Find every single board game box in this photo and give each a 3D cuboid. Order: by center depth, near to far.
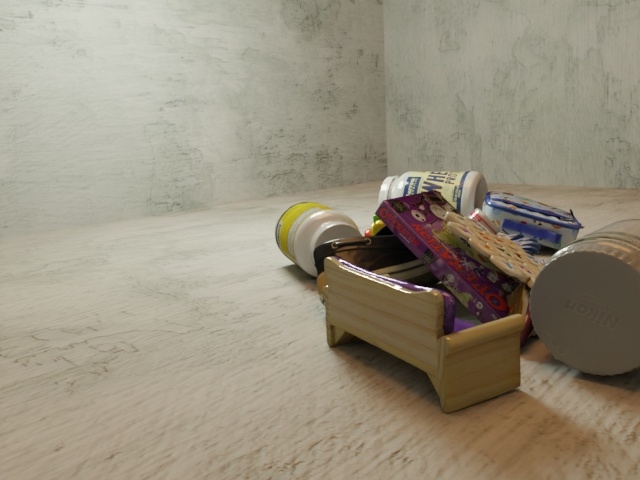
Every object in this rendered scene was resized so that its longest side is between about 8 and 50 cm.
[{"bbox_3d":[0.296,0.029,1.309,0.208,0.056,0.347,-18,57,-43],"label":"board game box"}]

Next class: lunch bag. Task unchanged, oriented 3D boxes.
[{"bbox_3d":[0.646,-0.060,1.897,0.304,0.114,0.243,16,15,12],"label":"lunch bag"}]

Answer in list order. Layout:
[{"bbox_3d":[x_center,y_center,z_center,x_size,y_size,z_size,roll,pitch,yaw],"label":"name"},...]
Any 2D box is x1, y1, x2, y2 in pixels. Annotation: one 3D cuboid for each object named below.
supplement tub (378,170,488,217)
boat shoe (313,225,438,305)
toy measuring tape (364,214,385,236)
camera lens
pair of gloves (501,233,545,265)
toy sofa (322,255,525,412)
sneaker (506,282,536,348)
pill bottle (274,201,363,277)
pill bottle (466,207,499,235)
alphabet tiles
[{"bbox_3d":[0.384,-0.118,2.093,0.325,0.235,0.235,3,12,28],"label":"supplement tub"},{"bbox_3d":[0.198,0.032,1.437,0.501,0.155,0.187,-12,-23,-31],"label":"boat shoe"},{"bbox_3d":[0.189,0.017,1.678,0.122,0.121,0.330,0,-14,16],"label":"toy measuring tape"},{"bbox_3d":[0.498,0.086,1.025,0.220,0.219,0.274,7,14,42],"label":"camera lens"},{"bbox_3d":[0.500,0.043,1.610,0.160,0.023,0.198,-1,34,9],"label":"pair of gloves"},{"bbox_3d":[0.152,0.125,1.027,0.150,0.176,0.363,-9,12,-28],"label":"toy sofa"},{"bbox_3d":[0.389,0.148,1.136,0.084,0.069,0.185,34,39,2],"label":"sneaker"},{"bbox_3d":[0.000,0.000,1.695,0.188,0.187,0.334,-6,12,-17],"label":"pill bottle"},{"bbox_3d":[0.387,-0.002,1.637,0.160,0.087,0.087,-44,5,11],"label":"pill bottle"},{"bbox_3d":[0.377,0.034,1.243,0.278,0.021,0.284,10,27,-48],"label":"alphabet tiles"}]
